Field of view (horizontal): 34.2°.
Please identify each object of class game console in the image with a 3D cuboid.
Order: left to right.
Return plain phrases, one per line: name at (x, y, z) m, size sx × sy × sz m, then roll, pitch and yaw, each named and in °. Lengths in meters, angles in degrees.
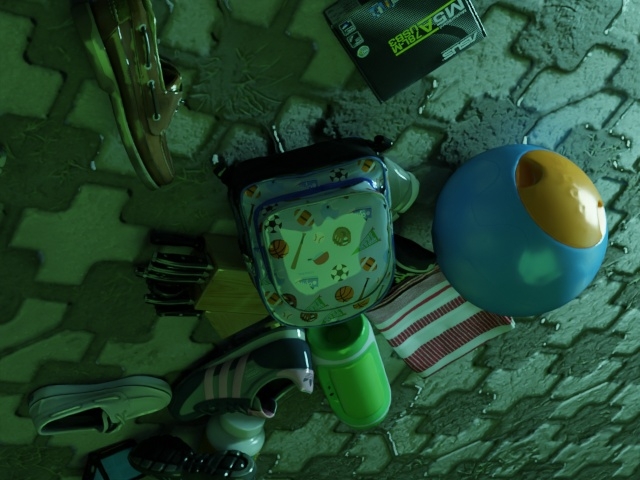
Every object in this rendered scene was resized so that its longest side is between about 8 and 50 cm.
game console at (-0.400, 0.471, 2.025) m, size 0.085 × 0.124 × 0.144 m, roll 1°, pitch 139°, yaw 8°

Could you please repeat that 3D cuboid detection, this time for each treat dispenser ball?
treat dispenser ball at (0.329, -0.016, 1.733) m, size 0.288 × 0.288 × 0.288 m, roll -15°, pitch 139°, yaw -14°

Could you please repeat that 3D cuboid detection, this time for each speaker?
speaker at (0.056, 0.245, 1.994) m, size 0.131 × 0.131 × 0.296 m, roll -23°, pitch 140°, yaw -4°

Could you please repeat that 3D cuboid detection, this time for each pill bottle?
pill bottle at (-0.176, 0.401, 2.040) m, size 0.118 × 0.117 × 0.208 m, roll -1°, pitch 133°, yaw -27°

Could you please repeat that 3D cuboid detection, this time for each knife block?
knife block at (-0.153, 0.042, 1.692) m, size 0.276 × 0.088 × 0.242 m, roll -25°, pitch 141°, yaw -1°

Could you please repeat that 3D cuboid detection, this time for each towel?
towel at (0.243, 0.153, 2.063) m, size 0.237 × 0.037 × 0.329 m, roll -31°, pitch 140°, yaw 7°

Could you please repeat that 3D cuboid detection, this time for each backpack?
backpack at (0.000, 0.000, 1.578) m, size 0.277 × 0.213 × 0.263 m, roll -11°, pitch 122°, yaw -3°

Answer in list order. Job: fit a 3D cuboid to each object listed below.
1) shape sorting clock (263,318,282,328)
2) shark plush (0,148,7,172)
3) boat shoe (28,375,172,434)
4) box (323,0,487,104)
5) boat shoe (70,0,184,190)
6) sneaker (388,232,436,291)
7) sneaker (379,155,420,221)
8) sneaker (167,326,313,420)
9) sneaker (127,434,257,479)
shape sorting clock at (-0.002, 0.112, 1.811) m, size 0.206 × 0.040 × 0.206 m, roll -26°, pitch 178°, yaw -1°
shark plush at (-0.507, -0.113, 1.391) m, size 0.161 × 0.073 × 0.067 m, roll 19°, pitch 104°, yaw -16°
boat shoe at (-0.385, 0.306, 1.852) m, size 0.258 × 0.084 × 0.095 m, roll -5°, pitch 135°, yaw -24°
box at (0.125, -0.310, 1.500) m, size 0.191 × 0.045 × 0.184 m, roll -32°, pitch 137°, yaw 7°
boat shoe at (-0.230, -0.190, 1.387) m, size 0.105 × 0.110 × 0.307 m, roll -21°, pitch 140°, yaw -6°
sneaker at (0.134, 0.048, 1.754) m, size 0.084 × 0.234 × 0.097 m, roll 22°, pitch 95°, yaw -5°
sneaker at (0.050, -0.045, 1.707) m, size 0.132 × 0.086 × 0.228 m, roll 38°, pitch 89°, yaw -38°
sneaker at (-0.149, 0.278, 1.890) m, size 0.319 × 0.131 × 0.112 m, roll -33°, pitch 149°, yaw 25°
sneaker at (-0.244, 0.445, 1.962) m, size 0.267 × 0.101 × 0.106 m, roll 8°, pitch 125°, yaw 23°
